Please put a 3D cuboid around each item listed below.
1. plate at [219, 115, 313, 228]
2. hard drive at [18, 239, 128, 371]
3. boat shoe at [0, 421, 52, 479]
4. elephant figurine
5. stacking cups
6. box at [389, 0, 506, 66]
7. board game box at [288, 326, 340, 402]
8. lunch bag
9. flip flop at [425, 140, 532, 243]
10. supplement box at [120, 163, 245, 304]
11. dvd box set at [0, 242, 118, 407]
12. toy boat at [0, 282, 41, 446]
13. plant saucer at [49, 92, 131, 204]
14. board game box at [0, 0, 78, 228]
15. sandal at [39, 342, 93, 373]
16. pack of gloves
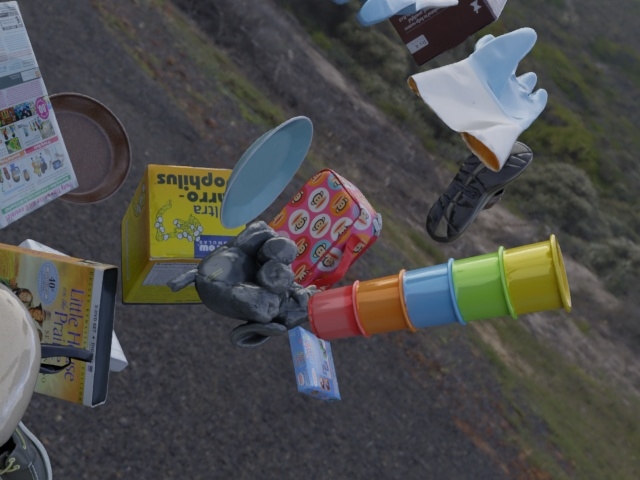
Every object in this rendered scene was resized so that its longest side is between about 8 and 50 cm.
[{"bbox_3d":[-0.079,-0.096,1.173,0.024,0.188,0.188,39,16,14],"label":"plate"},{"bbox_3d":[-0.646,0.170,2.248,0.353,0.047,0.233,57,10,30],"label":"hard drive"},{"bbox_3d":[-0.593,0.376,1.593,0.091,0.109,0.305,-80,155,-66],"label":"boat shoe"},{"bbox_3d":[-0.082,0.095,1.332,0.186,0.169,0.239,30,-17,27],"label":"elephant figurine"},{"bbox_3d":[0.142,0.075,1.060,0.096,0.316,0.096,-15,90,-71],"label":"stacking cups"},{"bbox_3d":[0.293,-0.530,1.847,0.143,0.191,0.381,53,32,-16],"label":"box"},{"bbox_3d":[-0.014,0.320,2.201,0.211,0.039,0.160,41,35,-62],"label":"board game box"},{"bbox_3d":[0.000,0.000,2.036,0.120,0.293,0.258,32,16,-42],"label":"lunch bag"},{"bbox_3d":[0.330,-0.099,1.796,0.112,0.277,0.080,38,-5,32],"label":"flip flop"},{"bbox_3d":[-0.296,0.000,1.796,0.194,0.356,0.195,2,72,-22],"label":"supplement box"},{"bbox_3d":[-0.648,0.173,1.895,0.420,0.308,0.062,10,8,21],"label":"dvd box set"},{"bbox_3d":[-0.537,0.148,1.140,0.318,0.148,0.268,23,40,-19],"label":"toy boat"},{"bbox_3d":[-0.426,-0.156,1.490,0.198,0.036,0.199,9,75,-36],"label":"plant saucer"},{"bbox_3d":[-0.494,-0.184,1.269,0.224,0.097,0.304,-52,130,-66],"label":"board game box"},{"bbox_3d":[-0.548,0.219,1.605,0.097,0.055,0.254,0,-7,45],"label":"sandal"},{"bbox_3d":[0.096,-0.161,0.622,0.195,0.046,0.232,47,30,1],"label":"pack of gloves"}]
